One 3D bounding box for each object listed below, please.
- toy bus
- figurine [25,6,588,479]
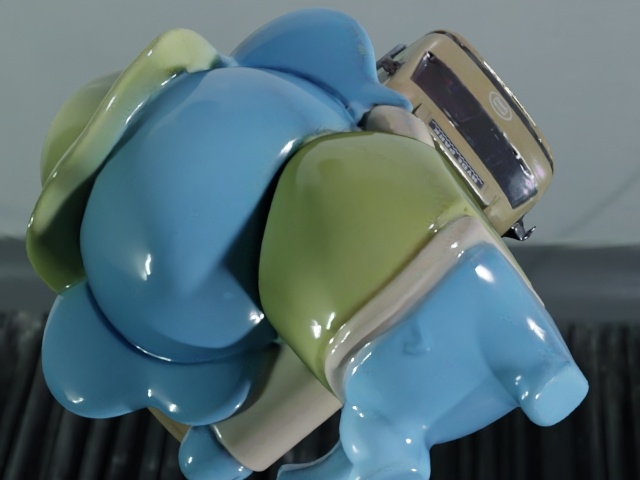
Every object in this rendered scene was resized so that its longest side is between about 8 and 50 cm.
[{"bbox_3d":[0.000,0.000,1.101,0.289,0.157,0.139,-35,96,21],"label":"toy bus"},{"bbox_3d":[-0.019,0.016,0.714,0.153,0.262,0.180,4,125,-44],"label":"figurine"}]
